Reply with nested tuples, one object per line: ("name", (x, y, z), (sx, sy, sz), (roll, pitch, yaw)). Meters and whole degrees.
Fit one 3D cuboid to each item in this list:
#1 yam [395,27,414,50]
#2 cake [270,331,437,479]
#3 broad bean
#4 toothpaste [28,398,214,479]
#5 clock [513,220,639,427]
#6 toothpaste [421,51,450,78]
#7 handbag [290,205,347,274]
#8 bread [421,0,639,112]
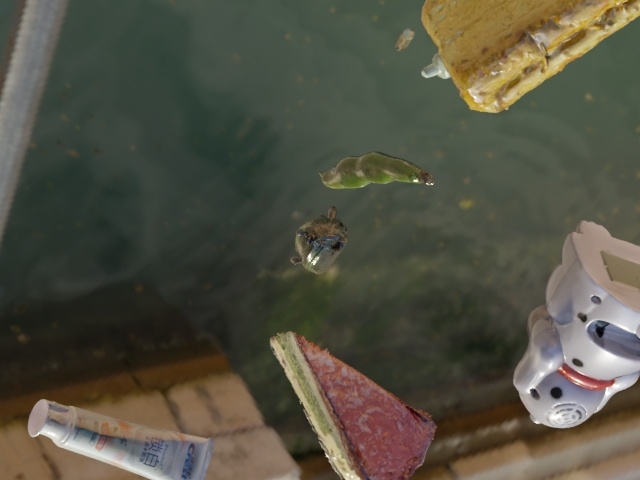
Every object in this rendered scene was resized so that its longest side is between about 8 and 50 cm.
("yam", (0.129, -0.309, 2.081), (0.021, 0.021, 0.116), (-41, -179, -4))
("cake", (0.019, 0.210, 1.583), (0.220, 0.086, 0.117), (33, 70, -21))
("broad bean", (0.084, -0.114, 2.177), (0.043, 0.297, 0.060), (-28, 105, -30))
("toothpaste", (-0.309, 0.325, 2.148), (0.323, 0.066, 0.100), (24, 72, -34))
("clock", (0.324, 0.123, 1.635), (0.188, 0.189, 0.254), (-8, 141, -39))
("toothpaste", (0.247, -0.283, 1.954), (0.233, 0.038, 0.060), (-24, 129, -17))
("handbag", (0.000, 0.000, 1.362), (0.072, 0.047, 0.111), (-52, 175, 1))
("bread", (0.183, -0.192, 1.045), (0.211, 0.114, 0.083), (-34, 146, 20))
